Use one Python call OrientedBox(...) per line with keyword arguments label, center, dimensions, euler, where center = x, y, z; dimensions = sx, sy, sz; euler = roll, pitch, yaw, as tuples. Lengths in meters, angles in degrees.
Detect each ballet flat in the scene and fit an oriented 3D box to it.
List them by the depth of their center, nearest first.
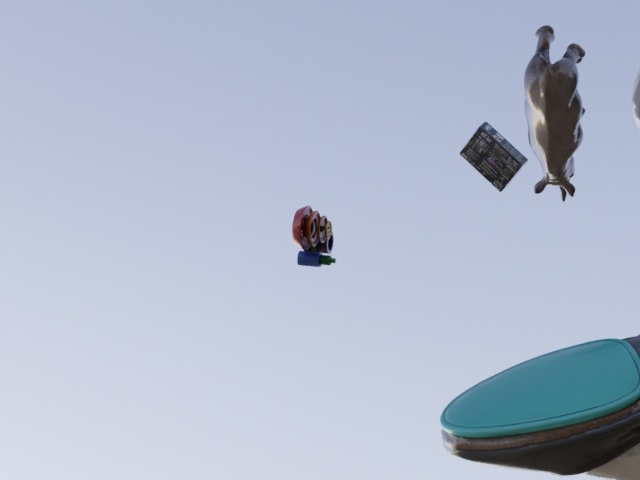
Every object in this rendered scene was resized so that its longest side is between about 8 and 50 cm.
OrientedBox(label="ballet flat", center=(0.213, 0.093, 0.805), dimensions=(0.280, 0.095, 0.096), euler=(-27, -72, 16))

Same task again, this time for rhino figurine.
OrientedBox(label="rhino figurine", center=(0.300, -0.144, 1.696), dimensions=(0.073, 0.106, 0.243), euler=(3, -48, 18))

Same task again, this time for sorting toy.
OrientedBox(label="sorting toy", center=(0.000, 0.000, 1.458), dimensions=(0.042, 0.061, 0.102), euler=(5, -14, 17))

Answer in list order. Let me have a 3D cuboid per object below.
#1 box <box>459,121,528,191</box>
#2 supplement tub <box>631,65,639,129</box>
OrientedBox(label="box", center=(0.245, -0.118, 1.886), dimensions=(0.083, 0.018, 0.067), euler=(43, -41, 9))
OrientedBox(label="supplement tub", center=(0.506, -0.173, 1.656), dimensions=(0.144, 0.200, 0.144), euler=(-27, -50, -39))
